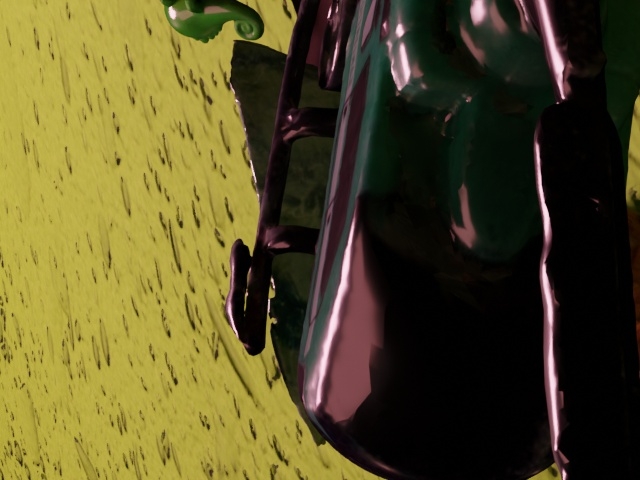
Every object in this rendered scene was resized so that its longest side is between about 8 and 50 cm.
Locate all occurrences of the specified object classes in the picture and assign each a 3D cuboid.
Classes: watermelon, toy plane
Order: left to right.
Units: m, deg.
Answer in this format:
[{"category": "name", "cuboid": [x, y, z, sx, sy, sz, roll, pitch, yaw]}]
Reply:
[{"category": "watermelon", "cuboid": [0.002, -0.004, 0.826, 0.094, 0.081, 0.180, -178, 79, -76]}, {"category": "toy plane", "cuboid": [0.054, -0.085, 0.497, 0.155, 0.106, 0.381, 122, 160, -71]}]

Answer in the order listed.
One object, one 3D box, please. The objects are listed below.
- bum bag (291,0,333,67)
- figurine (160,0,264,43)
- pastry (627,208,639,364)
[{"category": "bum bag", "cuboid": [0.012, -0.125, 0.784, 0.159, 0.026, 0.109, 166, 90, -68]}, {"category": "figurine", "cuboid": [-0.056, -0.152, 0.811, 0.115, 0.095, 0.156, 27, 137, 49]}, {"category": "pastry", "cuboid": [0.110, 0.049, 0.638, 0.169, 0.063, 0.087, 61, 163, 17]}]
